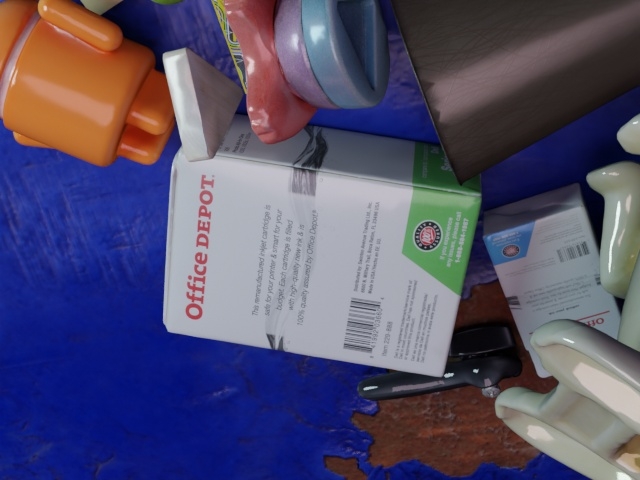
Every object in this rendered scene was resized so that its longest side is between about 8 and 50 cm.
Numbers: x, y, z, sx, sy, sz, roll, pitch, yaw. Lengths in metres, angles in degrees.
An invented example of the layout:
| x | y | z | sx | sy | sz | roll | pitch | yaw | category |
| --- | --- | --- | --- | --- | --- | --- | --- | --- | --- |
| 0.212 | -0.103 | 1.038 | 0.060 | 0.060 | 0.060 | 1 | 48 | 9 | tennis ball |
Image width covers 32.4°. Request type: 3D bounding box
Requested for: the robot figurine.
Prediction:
| x | y | z | sx | sy | sz | roll | pitch | yaw | category |
| --- | --- | --- | --- | --- | --- | --- | --- | --- | --- |
| -0.245 | -0.149 | 1.053 | 0.219 | 0.158 | 0.128 | 23 | 84 | -6 | robot figurine |

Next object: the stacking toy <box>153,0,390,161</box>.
| x | y | z | sx | sy | sz | roll | pitch | yaw | category |
| --- | --- | --- | --- | --- | --- | --- | --- | --- | --- |
| -0.030 | -0.224 | 0.877 | 0.130 | 0.279 | 0.308 | -7 | 112 | 25 | stacking toy |

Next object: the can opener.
| x | y | z | sx | sy | sz | roll | pitch | yaw | category |
| --- | --- | --- | --- | --- | --- | --- | --- | --- | --- |
| 0.132 | 0.149 | 1.214 | 0.186 | 0.073 | 0.059 | -18 | 153 | 19 | can opener |

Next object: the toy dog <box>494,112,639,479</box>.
| x | y | z | sx | sy | sz | roll | pitch | yaw | category |
| --- | --- | --- | --- | --- | --- | --- | --- | --- | --- |
| 0.395 | 0.030 | 0.930 | 0.395 | 0.408 | 0.284 | 28 | 161 | 21 | toy dog |

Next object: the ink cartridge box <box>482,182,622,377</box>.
| x | y | z | sx | sy | sz | roll | pitch | yaw | category |
| --- | --- | --- | --- | --- | --- | --- | --- | --- | --- |
| 0.243 | 0.043 | 1.132 | 0.104 | 0.060 | 0.180 | -17 | 114 | 15 | ink cartridge box |

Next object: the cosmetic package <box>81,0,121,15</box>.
| x | y | z | sx | sy | sz | roll | pitch | yaw | category |
| --- | --- | --- | --- | --- | --- | --- | --- | --- | --- |
| -0.219 | -0.273 | 1.032 | 0.060 | 0.041 | 0.115 | -29 | 111 | 20 | cosmetic package |

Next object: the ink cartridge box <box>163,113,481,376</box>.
| x | y | z | sx | sy | sz | roll | pitch | yaw | category |
| --- | --- | --- | --- | --- | --- | --- | --- | --- | --- |
| 0.000 | 0.000 | 1.104 | 0.289 | 0.121 | 0.211 | 10 | 119 | 2 | ink cartridge box |

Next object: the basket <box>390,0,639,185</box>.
| x | y | z | sx | sy | sz | roll | pitch | yaw | category |
| --- | --- | --- | --- | --- | --- | --- | --- | --- | --- |
| 0.195 | -0.183 | 0.970 | 0.227 | 0.154 | 0.204 | -20 | 93 | 11 | basket |

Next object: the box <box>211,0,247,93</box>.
| x | y | z | sx | sy | sz | roll | pitch | yaw | category |
| --- | --- | --- | --- | --- | --- | --- | --- | --- | --- |
| -0.067 | -0.228 | 1.030 | 0.059 | 0.054 | 0.168 | -13 | 115 | 14 | box |
